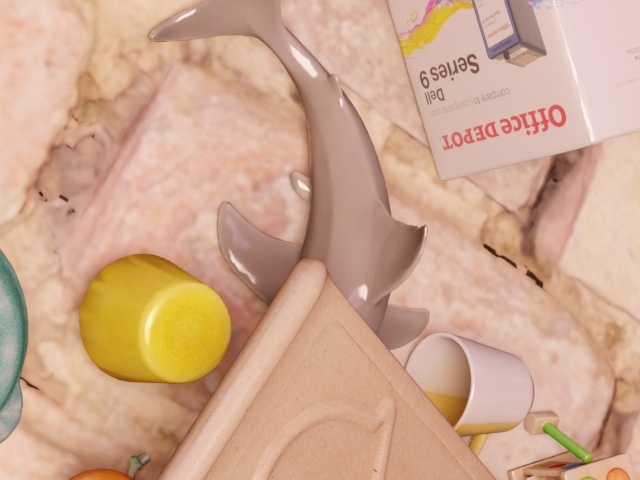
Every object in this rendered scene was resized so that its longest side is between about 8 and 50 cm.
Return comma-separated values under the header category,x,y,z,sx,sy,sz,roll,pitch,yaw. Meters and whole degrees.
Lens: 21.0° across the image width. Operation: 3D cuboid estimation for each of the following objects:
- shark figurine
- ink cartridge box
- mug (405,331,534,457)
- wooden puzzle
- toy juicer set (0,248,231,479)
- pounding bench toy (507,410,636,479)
category,x,y,z,sx,sy,sz,roll,pitch,yaw
shark figurine,0.012,-0.025,0.958,0.166,0.116,0.278,-4,89,-31
ink cartridge box,0.115,-0.153,1.003,0.093,0.154,0.212,-20,95,-30
mug,0.088,0.092,1.026,0.064,0.078,0.062,9,47,-37
wooden puzzle,-0.025,0.224,0.891,0.322,0.080,0.348,-57,135,-22
toy juicer set,-0.212,0.084,0.836,0.329,0.089,0.209,14,88,-31
pounding bench toy,0.154,0.144,1.044,0.052,0.065,0.083,-12,90,-30
